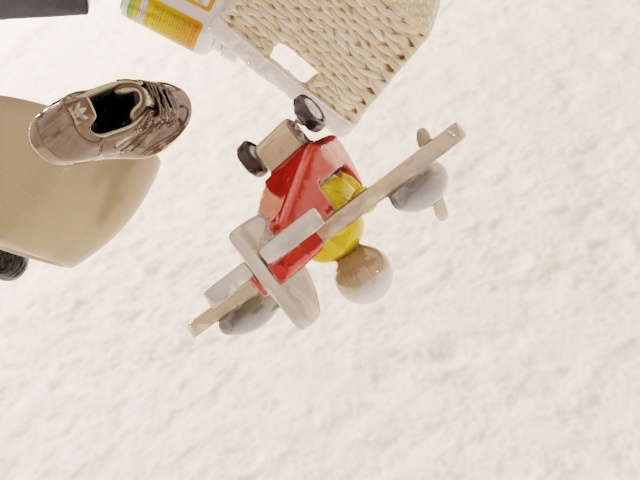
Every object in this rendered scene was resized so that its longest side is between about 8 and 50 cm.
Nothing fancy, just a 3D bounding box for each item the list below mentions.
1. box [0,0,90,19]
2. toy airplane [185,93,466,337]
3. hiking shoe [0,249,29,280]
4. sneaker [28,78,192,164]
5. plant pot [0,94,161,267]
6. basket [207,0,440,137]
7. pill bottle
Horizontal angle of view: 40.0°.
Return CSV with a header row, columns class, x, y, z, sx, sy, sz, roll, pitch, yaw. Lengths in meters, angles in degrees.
class,x,y,z,sx,sy,sz,roll,pitch,yaw
box,-0.779,-0.681,2.016,0.479,0.297,0.472,-6,22,-10
toy airplane,0.000,0.000,1.206,0.384,0.272,0.386,-53,22,-17
hiking shoe,-0.623,-0.009,1.646,0.304,0.132,0.113,35,75,32
sneaker,-0.160,-0.108,0.764,0.071,0.066,0.188,-24,5,35
plant pot,-0.396,-0.068,1.281,0.284,0.284,0.191,5,76,43
basket,0.023,-0.428,1.659,0.266,0.328,0.331,-47,10,31
pill bottle,-0.257,-0.452,1.739,0.136,0.245,0.136,-61,9,17
